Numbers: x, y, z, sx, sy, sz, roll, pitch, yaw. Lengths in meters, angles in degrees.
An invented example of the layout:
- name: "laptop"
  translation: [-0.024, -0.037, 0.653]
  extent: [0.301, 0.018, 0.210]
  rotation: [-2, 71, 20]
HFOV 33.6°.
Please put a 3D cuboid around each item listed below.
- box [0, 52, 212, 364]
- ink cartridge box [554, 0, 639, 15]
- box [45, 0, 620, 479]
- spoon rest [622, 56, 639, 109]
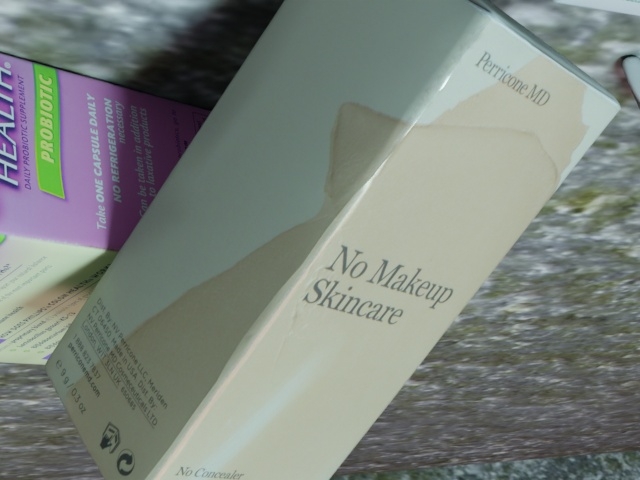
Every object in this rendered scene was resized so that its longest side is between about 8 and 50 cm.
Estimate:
- name: "box"
  translation: [-0.201, -0.009, 0.681]
  extent: [0.243, 0.117, 0.213]
  rotation: [9, 152, -42]
- name: "ink cartridge box"
  translation: [0.260, -0.161, 0.430]
  extent: [0.165, 0.065, 0.332]
  rotation: [3, 175, -27]
- name: "box"
  translation: [0.000, 0.000, 0.583]
  extent: [0.148, 0.121, 0.311]
  rotation: [16, 115, -47]
- name: "spoon rest"
  translation: [0.342, -0.117, 0.677]
  extent: [0.276, 0.084, 0.137]
  rotation: [-17, 158, 22]
